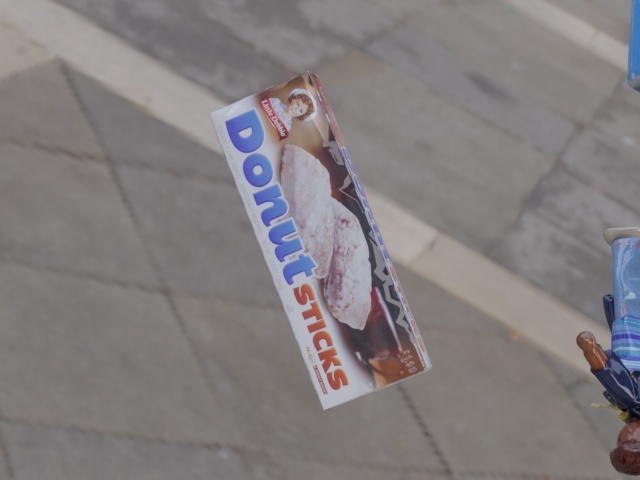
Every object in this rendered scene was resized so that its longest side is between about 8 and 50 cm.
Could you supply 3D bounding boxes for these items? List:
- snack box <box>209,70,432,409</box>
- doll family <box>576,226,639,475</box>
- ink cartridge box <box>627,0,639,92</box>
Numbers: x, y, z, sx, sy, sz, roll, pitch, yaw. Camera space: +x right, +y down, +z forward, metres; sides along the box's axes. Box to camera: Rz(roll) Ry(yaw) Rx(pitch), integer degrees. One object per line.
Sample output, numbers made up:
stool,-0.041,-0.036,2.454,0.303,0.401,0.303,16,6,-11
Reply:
snack box,0.000,0.000,0.920,0.178,0.064,0.022,69,13,5
doll family,0.179,0.068,0.780,0.193,0.111,0.076,17,-19,-28
ink cartridge box,0.310,-0.231,0.865,0.166,0.395,0.285,-10,-22,43
